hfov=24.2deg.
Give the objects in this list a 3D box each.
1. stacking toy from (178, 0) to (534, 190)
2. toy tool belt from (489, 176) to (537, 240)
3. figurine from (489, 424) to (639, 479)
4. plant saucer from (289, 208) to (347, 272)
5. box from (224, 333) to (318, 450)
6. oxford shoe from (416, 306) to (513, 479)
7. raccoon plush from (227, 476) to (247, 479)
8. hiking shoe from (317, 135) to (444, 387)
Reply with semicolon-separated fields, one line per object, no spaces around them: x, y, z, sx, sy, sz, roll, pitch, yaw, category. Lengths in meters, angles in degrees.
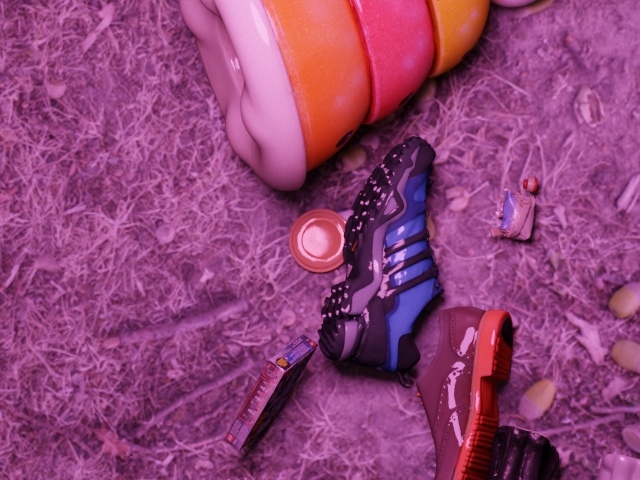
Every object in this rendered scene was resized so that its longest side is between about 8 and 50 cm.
0.088;-0.292;1.837;0.479;0.350;0.351;-21;79;-9;stacking toy
0.242;-0.042;1.873;0.051;0.052;0.083;8;83;2;toy tool belt
0.290;0.349;1.775;0.214;0.092;0.209;14;78;6;figurine
0.000;0.000;1.926;0.083;0.013;0.084;-1;83;9;plant saucer
-0.061;0.187;1.842;0.027;0.094;0.137;36;119;12;box
0.166;0.214;1.839;0.098;0.097;0.271;7;76;25;oxford shoe
-0.053;0.442;1.830;0.446;0.299;0.216;22;68;-20;raccoon plush
0.097;0.022;1.877;0.132;0.113;0.304;22;81;-16;hiking shoe
